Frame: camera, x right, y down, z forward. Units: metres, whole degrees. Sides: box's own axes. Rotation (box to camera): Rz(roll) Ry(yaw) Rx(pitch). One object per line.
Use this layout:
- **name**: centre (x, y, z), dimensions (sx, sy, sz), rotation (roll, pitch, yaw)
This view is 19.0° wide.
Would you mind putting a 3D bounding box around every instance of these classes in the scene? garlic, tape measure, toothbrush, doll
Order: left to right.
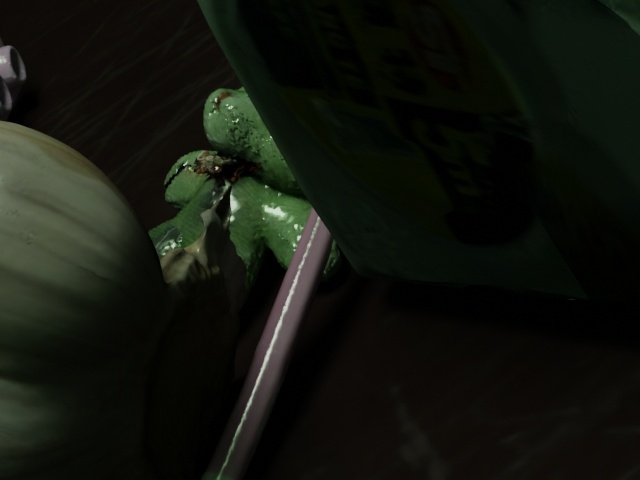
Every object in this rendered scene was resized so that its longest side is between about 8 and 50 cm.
- **garlic**: centre (-0.122, 0.016, 0.775), dimensions (0.207, 0.207, 0.257), rotation (-25, 48, 16)
- **doll**: centre (-0.038, -0.017, 0.855), dimensions (0.115, 0.077, 0.150), rotation (26, 75, 43)
- **toothbrush**: centre (0.000, 0.000, 0.804), dimensions (0.020, 0.025, 0.286), rotation (129, 163, -67)
- **tape measure**: centre (0.081, -0.089, 0.682), dimensions (0.262, 0.259, 0.138), rotation (14, 60, 38)

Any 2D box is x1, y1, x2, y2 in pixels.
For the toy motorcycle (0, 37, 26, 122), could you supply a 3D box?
- **toy motorcycle**: centre (-0.212, -0.022, 0.959), dimensions (0.188, 0.143, 0.327), rotation (-15, 25, 14)
